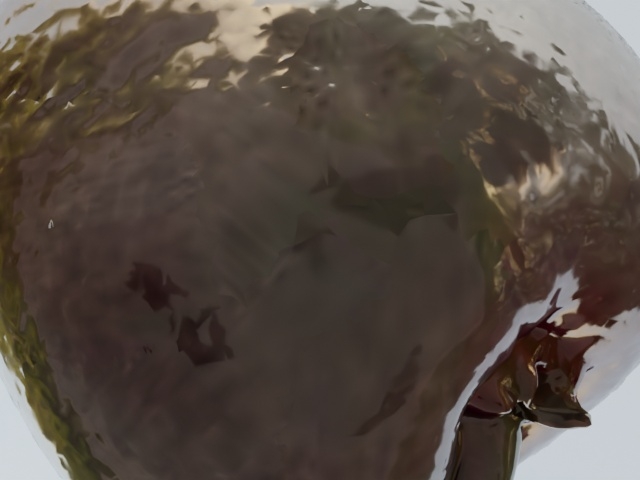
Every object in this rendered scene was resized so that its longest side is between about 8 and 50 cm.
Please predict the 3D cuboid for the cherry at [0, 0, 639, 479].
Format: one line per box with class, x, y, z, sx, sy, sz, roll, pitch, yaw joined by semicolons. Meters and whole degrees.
cherry;0.000;0.000;0.529;0.266;0.213;0.183;48;-29;15
